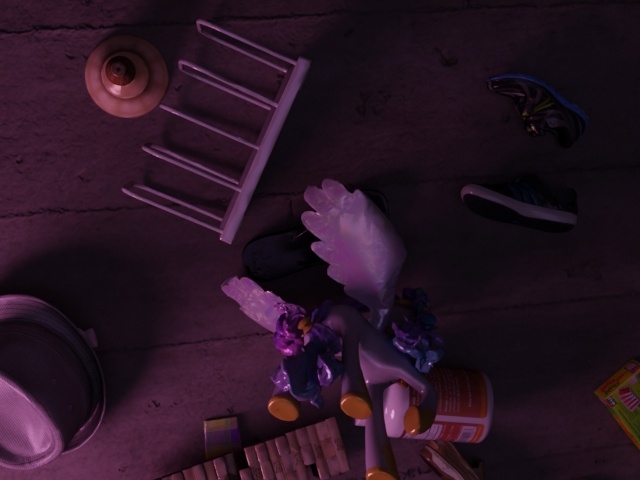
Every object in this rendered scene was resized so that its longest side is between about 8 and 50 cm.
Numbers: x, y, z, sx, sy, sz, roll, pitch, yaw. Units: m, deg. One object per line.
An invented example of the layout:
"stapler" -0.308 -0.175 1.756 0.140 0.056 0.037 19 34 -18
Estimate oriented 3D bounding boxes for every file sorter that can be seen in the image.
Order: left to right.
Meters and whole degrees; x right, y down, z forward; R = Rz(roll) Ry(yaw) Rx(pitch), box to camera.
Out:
"file sorter" -0.153 -0.165 1.332 0.173 0.193 0.277 24 94 -9

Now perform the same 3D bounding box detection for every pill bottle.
"pill bottle" -0.391 0.162 1.412 0.083 0.043 0.043 -16 101 -7
"pill bottle" 0.163 0.264 1.484 0.216 0.121 0.121 7 97 -10

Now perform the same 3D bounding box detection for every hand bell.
"hand bell" -0.274 -0.234 1.272 0.126 0.242 0.126 -2 98 -10

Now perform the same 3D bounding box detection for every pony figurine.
"pony figurine" 0.039 0.137 1.344 0.351 0.363 0.303 38 123 -14

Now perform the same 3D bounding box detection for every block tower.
"block tower" -0.127 0.378 1.443 0.335 0.091 0.097 -16 80 -11

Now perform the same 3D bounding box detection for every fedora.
"fedora" -0.450 0.230 1.342 0.244 0.124 0.275 -14 112 7

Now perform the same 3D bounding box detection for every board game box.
"board game box" 0.575 0.308 1.602 0.092 0.043 0.181 -40 102 -2

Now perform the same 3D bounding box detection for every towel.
"towel" -0.161 0.332 1.496 0.060 0.009 0.083 -7 99 -8

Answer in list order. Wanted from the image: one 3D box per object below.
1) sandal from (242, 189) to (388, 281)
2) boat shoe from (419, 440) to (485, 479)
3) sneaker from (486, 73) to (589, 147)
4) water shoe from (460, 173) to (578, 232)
"sandal" 0.000 0.001 1.450 0.254 0.054 0.097 -27 102 -5
"boat shoe" 0.257 0.405 1.554 0.072 0.068 0.190 -45 103 -13
"sneaker" 0.350 -0.212 1.473 0.188 0.067 0.078 29 86 -16
"water shoe" 0.327 -0.072 1.501 0.203 0.073 0.080 16 69 -11
